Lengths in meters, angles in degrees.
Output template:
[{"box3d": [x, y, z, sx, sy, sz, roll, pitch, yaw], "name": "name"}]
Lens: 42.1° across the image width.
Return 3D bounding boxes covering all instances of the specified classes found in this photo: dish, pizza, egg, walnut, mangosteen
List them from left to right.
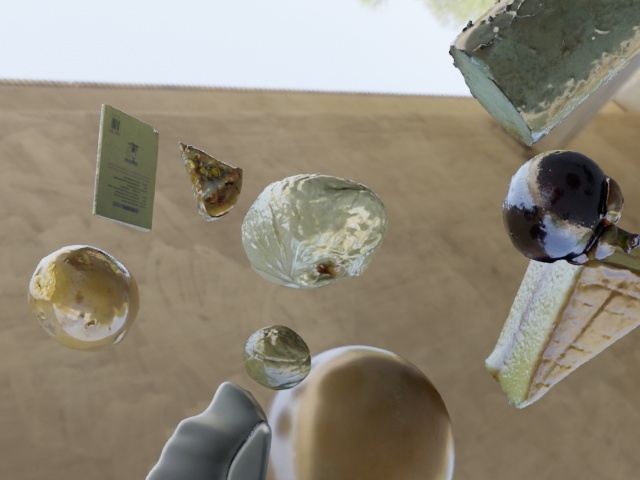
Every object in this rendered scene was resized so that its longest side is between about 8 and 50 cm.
[{"box3d": [-0.225, -0.140, 1.723, 0.176, 0.036, 0.185, 60, -147, -13], "name": "pizza"}, {"box3d": [-0.057, 0.150, 0.554, 0.091, 0.039, 0.137, 59, -146, -25], "name": "dish"}, {"box3d": [-0.054, 0.147, 1.042, 0.092, 0.092, 0.092, 29, -152, -17], "name": "walnut"}, {"box3d": [0.048, 0.321, 1.239, 0.301, 0.301, 0.374, 38, -156, 0], "name": "egg"}, {"box3d": [0.448, -0.045, 1.476, 0.249, 0.211, 0.211, 25, -154, 7], "name": "mangosteen"}]

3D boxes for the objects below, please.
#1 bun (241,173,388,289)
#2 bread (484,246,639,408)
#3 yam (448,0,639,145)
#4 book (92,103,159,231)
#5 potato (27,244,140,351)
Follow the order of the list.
[{"box3d": [0.000, 0.000, 1.206, 0.220, 0.220, 0.134, 17, -129, -36], "name": "bun"}, {"box3d": [0.520, 0.175, 1.703, 0.244, 0.362, 0.233, 18, -162, -10], "name": "bread"}, {"box3d": [0.306, -0.263, 1.005, 0.168, 0.304, 0.168, 49, 174, 7], "name": "yam"}, {"box3d": [-0.338, -0.123, 1.460, 0.168, 0.013, 0.193, 24, -112, -66], "name": "book"}, {"box3d": [-0.353, 0.094, 1.278, 0.146, 0.150, 0.234, 35, 180, 19], "name": "potato"}]
